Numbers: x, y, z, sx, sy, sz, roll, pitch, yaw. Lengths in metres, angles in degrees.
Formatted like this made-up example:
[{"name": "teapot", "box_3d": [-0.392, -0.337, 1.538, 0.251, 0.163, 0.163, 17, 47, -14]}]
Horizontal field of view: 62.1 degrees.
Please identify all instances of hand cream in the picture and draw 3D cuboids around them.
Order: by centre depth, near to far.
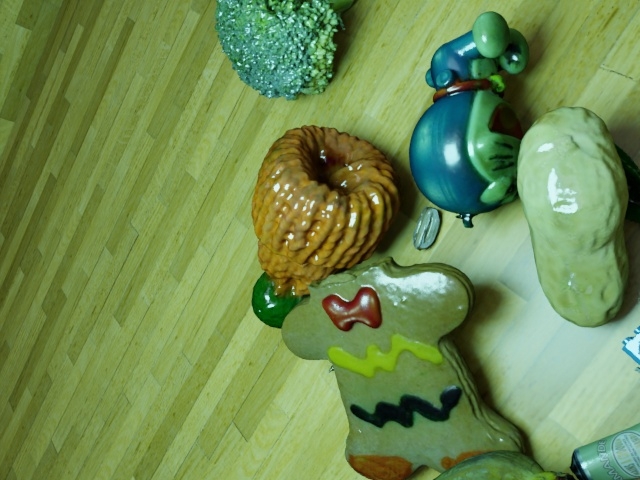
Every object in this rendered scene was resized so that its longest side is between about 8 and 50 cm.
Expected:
[{"name": "hand cream", "box_3d": [0.455, 0.279, 0.723, 0.235, 0.055, 0.086, -30, 70, 21]}]

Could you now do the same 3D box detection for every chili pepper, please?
[{"name": "chili pepper", "box_3d": [0.431, -0.094, 0.793, 0.216, 0.062, 0.108, 44, 109, 32]}]

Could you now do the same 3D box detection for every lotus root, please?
[{"name": "lotus root", "box_3d": [0.224, 0.386, 0.740, 0.309, 0.173, 0.173, -53, 55, 34]}, {"name": "lotus root", "box_3d": [0.196, -0.020, 0.980, 0.083, 0.030, 0.037, -70, 21, 3]}]

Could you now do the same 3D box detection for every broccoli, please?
[{"name": "broccoli", "box_3d": [-0.071, -0.430, 1.146, 0.375, 0.302, 0.249, -159, 60, -64]}]

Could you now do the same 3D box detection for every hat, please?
[{"name": "hat", "box_3d": [0.000, 0.000, 1.035, 0.285, 0.285, 0.400, 43, 140, 34]}]

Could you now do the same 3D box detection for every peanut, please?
[{"name": "peanut", "box_3d": [0.354, -0.025, 0.741, 0.147, 0.147, 0.319, -3, 105, 37]}]

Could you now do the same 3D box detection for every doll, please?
[{"name": "doll", "box_3d": [0.243, -0.181, 0.862, 0.186, 0.198, 0.322, -3, 80, 43]}]

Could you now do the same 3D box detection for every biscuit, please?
[{"name": "biscuit", "box_3d": [0.111, 0.232, 0.886, 0.368, 0.076, 0.394, -16, 98, 34]}]

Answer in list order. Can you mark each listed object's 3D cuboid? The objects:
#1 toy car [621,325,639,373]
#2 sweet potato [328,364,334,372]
[{"name": "toy car", "box_3d": [0.476, 0.096, 0.704, 0.191, 0.097, 0.100, -52, 56, 19]}, {"name": "sweet potato", "box_3d": [0.109, 0.157, 0.995, 0.274, 0.067, 0.067, -52, 56, 15]}]
